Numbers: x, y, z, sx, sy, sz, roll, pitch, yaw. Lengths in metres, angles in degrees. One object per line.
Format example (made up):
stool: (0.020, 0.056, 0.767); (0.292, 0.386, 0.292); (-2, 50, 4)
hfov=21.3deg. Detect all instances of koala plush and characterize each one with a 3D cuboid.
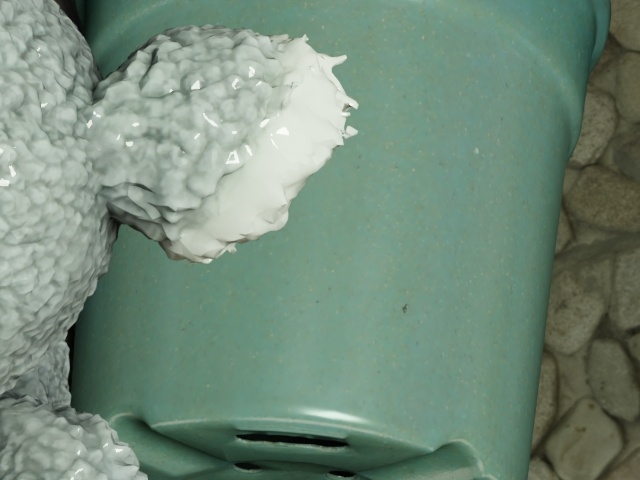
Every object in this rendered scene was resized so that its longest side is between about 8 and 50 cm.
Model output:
koala plush: (-0.112, -0.010, 0.387); (0.221, 0.196, 0.203); (159, -65, -65)

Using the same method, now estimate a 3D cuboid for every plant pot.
plant pot: (0.000, 0.000, 1.005); (0.341, 0.341, 0.334); (57, 33, -56)
